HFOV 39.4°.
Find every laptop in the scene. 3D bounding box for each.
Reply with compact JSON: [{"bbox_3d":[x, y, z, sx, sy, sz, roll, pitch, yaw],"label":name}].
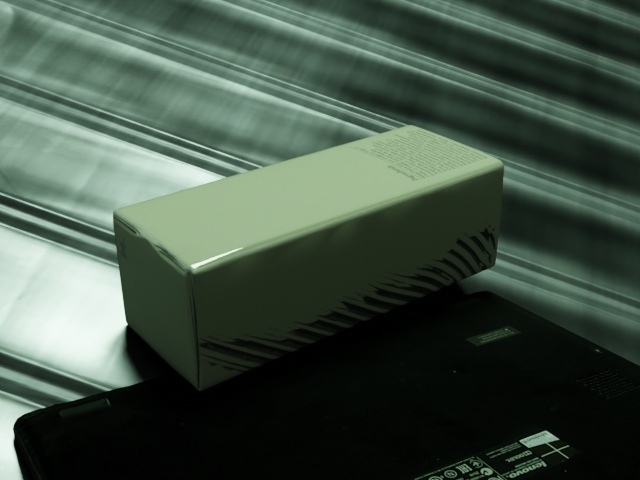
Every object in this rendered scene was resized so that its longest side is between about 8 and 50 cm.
[{"bbox_3d":[0.075,0.237,0.513,0.382,0.236,0.408,-11,23,-28],"label":"laptop"}]

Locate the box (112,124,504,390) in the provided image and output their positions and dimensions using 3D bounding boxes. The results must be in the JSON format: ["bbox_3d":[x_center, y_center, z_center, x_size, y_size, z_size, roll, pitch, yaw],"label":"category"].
[{"bbox_3d":[0.000,0.000,0.648,0.275,0.094,0.113,-19,32,-31],"label":"box"}]
